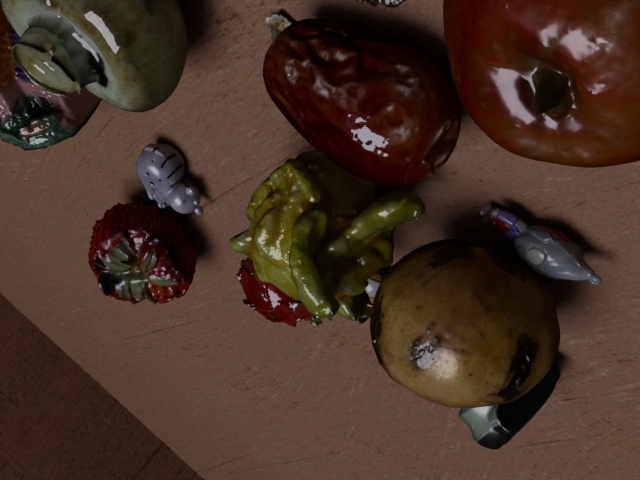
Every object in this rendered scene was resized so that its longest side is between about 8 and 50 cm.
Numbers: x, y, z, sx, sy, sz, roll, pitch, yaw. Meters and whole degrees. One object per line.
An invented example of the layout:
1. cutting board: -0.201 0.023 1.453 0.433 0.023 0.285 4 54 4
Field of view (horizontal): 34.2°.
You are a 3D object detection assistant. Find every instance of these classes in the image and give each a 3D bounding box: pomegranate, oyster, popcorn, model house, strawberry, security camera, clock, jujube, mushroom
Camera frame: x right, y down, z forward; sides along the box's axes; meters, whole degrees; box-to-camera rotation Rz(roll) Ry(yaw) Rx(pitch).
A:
1. pomegranate: 0.241 0.140 1.745 0.322 0.322 0.322 27 148 19
2. oyster: -0.053 -0.333 1.710 0.051 0.034 0.093 -19 107 38
3. popcorn: -0.001 -0.008 1.811 0.290 0.326 0.321 21 141 -3
4. model house: -0.608 -0.341 2.119 0.237 0.202 0.237 19 146 29
5. strawberry: -0.412 0.017 2.412 0.261 0.258 0.261 3 132 4
6. security camera: 0.286 0.242 1.979 0.277 0.197 0.191 42 159 6
7. clock: -0.315 -0.129 2.213 0.117 0.080 0.176 18 145 32
8. jujube: 0.062 -0.217 1.590 0.318 0.223 0.223 34 150 22
9. mushroom: -0.385 -0.368 1.776 0.352 0.260 0.352 29 156 14

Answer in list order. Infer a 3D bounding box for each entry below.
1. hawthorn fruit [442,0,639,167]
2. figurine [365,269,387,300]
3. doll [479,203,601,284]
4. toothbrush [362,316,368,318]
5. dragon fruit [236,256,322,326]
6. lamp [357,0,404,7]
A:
1. hawthorn fruit: 0.301 -0.253 1.093 0.403 0.403 0.403 27 148 19
2. figurine: 0.128 0.101 2.074 0.101 0.068 0.143 15 160 45
3. doll: 0.359 0.009 1.694 0.227 0.075 0.102 36 168 26
4. toothbrush: 0.191 0.208 2.182 0.294 0.026 0.028 29 167 16
5. dragon fruit: -0.074 0.094 2.169 0.209 0.172 0.172 24 150 -4
6. lamp: 0.107 -0.415 1.302 0.177 0.177 0.274 39 150 -1
